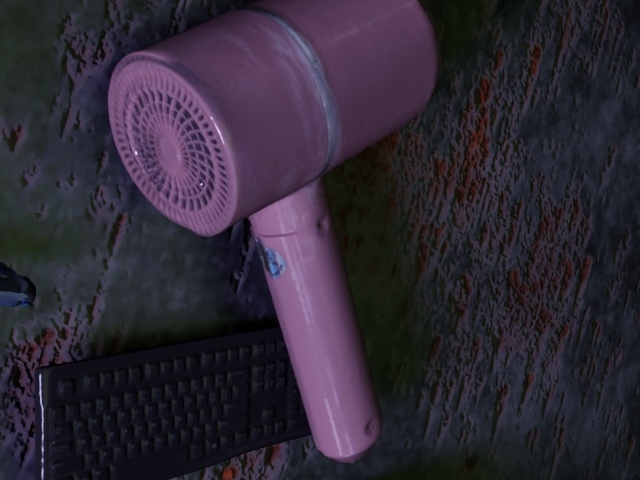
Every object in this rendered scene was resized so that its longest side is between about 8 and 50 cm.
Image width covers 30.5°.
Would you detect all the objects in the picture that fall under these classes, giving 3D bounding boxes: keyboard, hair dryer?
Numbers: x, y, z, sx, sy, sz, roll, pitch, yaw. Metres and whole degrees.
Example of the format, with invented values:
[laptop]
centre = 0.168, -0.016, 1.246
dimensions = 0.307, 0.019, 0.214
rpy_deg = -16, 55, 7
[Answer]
[keyboard]
centre = -0.124, 0.116, 0.793
dimensions = 0.381, 0.041, 0.103
rpy_deg = -5, 98, -42
[hair dryer]
centre = 0.000, 0.000, 0.839
dimensions = 0.210, 0.125, 0.352
rpy_deg = -32, 119, -37

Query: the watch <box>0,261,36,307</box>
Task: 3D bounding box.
[watch]
centre = -0.314, 0.078, 0.590
dimensions = 0.274, 0.068, 0.276
rpy_deg = 36, 71, -36
